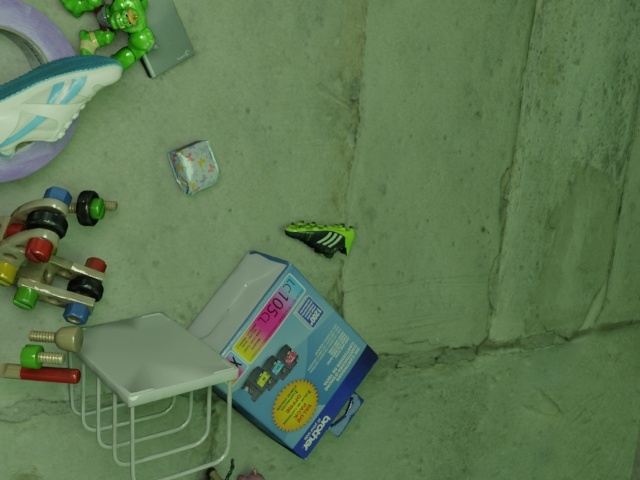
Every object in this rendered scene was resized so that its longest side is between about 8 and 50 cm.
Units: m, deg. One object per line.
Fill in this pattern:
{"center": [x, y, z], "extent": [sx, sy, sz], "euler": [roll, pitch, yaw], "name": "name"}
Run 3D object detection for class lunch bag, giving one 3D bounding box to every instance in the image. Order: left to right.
{"center": [-0.228, -0.131, 1.538], "extent": [0.071, 0.053, 0.083], "euler": [-30, 109, -31], "name": "lunch bag"}

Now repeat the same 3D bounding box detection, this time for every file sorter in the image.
{"center": [-0.295, 0.261, 1.451], "extent": [0.192, 0.277, 0.173], "euler": [-9, 112, -36], "name": "file sorter"}

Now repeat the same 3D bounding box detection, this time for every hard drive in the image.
{"center": [-0.281, -0.359, 1.454], "extent": [0.094, 0.022, 0.135], "euler": [-37, 122, -25], "name": "hard drive"}

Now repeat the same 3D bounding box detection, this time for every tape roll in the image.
{"center": [-0.502, -0.227, 1.276], "extent": [0.274, 0.090, 0.275], "euler": [-12, 110, -35], "name": "tape roll"}

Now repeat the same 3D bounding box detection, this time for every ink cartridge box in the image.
{"center": [-0.065, 0.245, 1.704], "extent": [0.270, 0.151, 0.395], "euler": [-53, 128, -14], "name": "ink cartridge box"}

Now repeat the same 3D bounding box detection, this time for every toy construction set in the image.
{"center": [-0.478, 0.059, 1.318], "extent": [0.237, 0.257, 0.309], "euler": [3, 83, 5], "name": "toy construction set"}

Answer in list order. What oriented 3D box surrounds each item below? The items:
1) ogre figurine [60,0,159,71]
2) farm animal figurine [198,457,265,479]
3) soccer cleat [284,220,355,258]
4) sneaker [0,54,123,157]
{"center": [-0.336, -0.357, 1.357], "extent": [0.118, 0.097, 0.197], "euler": [-15, 101, 6], "name": "ogre figurine"}
{"center": [-0.149, 0.648, 1.728], "extent": [0.330, 0.172, 0.327], "euler": [39, 77, -37], "name": "farm animal figurine"}
{"center": [0.000, 0.000, 1.744], "extent": [0.178, 0.060, 0.072], "euler": [3, 101, -41], "name": "soccer cleat"}
{"center": [-0.395, -0.205, 1.261], "extent": [0.228, 0.087, 0.092], "euler": [-30, 126, -20], "name": "sneaker"}
